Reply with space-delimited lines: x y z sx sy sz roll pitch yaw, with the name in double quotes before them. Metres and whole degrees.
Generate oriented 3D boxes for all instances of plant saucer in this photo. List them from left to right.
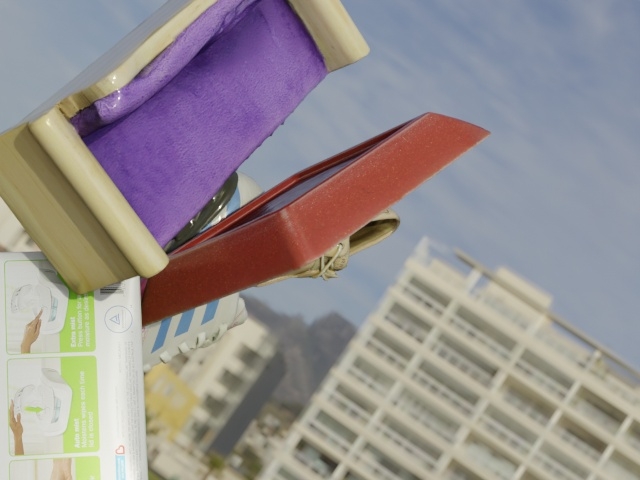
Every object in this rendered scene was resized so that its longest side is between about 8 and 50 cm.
"plant saucer" -0.017 -0.026 1.234 0.259 0.258 0.048 -20 -78 50

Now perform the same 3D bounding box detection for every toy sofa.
"toy sofa" -0.094 -0.125 1.171 0.177 0.362 0.150 -17 -66 43

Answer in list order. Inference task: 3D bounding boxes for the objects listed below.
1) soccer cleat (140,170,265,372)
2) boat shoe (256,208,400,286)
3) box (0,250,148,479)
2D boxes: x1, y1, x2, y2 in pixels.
"soccer cleat" -0.156 0.080 1.384 0.143 0.331 0.116 44 -6 -27
"boat shoe" 0.000 0.000 1.932 0.098 0.302 0.109 40 -52 18
"box" -0.264 0.146 1.178 0.231 0.262 0.127 -2 -11 -12
